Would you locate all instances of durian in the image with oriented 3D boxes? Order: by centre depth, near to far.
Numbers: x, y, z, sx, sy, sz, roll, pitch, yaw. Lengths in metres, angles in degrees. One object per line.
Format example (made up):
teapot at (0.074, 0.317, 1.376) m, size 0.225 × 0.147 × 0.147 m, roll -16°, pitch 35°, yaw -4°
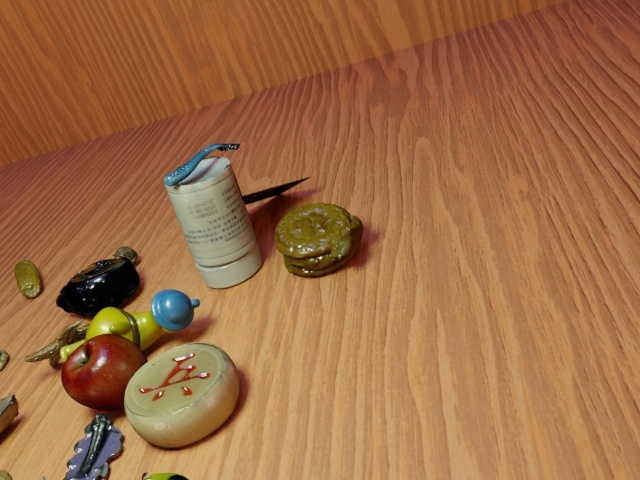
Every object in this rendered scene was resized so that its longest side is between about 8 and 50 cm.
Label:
durian at (-0.640, 0.055, 2.108) m, size 0.091 × 0.080 × 0.080 m, roll 12°, pitch 37°, yaw 11°

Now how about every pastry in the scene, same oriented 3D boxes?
pastry at (0.000, 0.000, 1.761) m, size 0.235 × 0.132 × 0.240 m, roll 1°, pitch 41°, yaw 19°

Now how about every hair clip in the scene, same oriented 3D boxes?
hair clip at (-0.484, 0.446, 1.375) m, size 0.124 × 0.052 × 0.195 m, roll -20°, pitch 33°, yaw 13°

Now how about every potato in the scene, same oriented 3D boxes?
potato at (-0.829, 0.464, 1.514) m, size 0.243 × 0.098 × 0.138 m, roll -15°, pitch 32°, yaw -2°

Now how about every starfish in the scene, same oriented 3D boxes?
starfish at (-0.657, 0.260, 1.695) m, size 0.227 × 0.043 × 0.240 m, roll -25°, pitch -14°, yaw -44°

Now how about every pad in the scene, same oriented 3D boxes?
pad at (-0.212, -0.135, 2.060) m, size 0.330 × 0.004 × 0.220 m, roll -20°, pitch -1°, yaw -34°

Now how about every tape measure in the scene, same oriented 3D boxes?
tape measure at (-0.652, 0.134, 1.925) m, size 0.202 × 0.135 × 0.223 m, roll -5°, pitch 26°, yaw 43°

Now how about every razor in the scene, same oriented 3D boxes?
razor at (-0.324, -0.213, 1.726) m, size 0.081 × 0.042 × 0.253 m, roll 7°, pitch 35°, yaw 34°

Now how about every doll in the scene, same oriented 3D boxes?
doll at (-0.471, 0.220, 1.638) m, size 0.362 × 0.145 × 0.199 m, roll -22°, pitch -10°, yaw 5°

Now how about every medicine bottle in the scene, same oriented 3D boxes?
medicine bottle at (-0.293, -0.047, 1.809) m, size 0.189 × 0.332 × 0.190 m, roll -12°, pitch 27°, yaw 6°

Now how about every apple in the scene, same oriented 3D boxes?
apple at (-0.492, 0.307, 1.487) m, size 0.180 × 0.168 × 0.181 m, roll -18°, pitch 39°, yaw 15°

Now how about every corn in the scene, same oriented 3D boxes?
corn at (-1.005, 0.130, 2.220) m, size 0.080 × 0.080 × 0.238 m, roll -31°, pitch 33°, yaw -18°

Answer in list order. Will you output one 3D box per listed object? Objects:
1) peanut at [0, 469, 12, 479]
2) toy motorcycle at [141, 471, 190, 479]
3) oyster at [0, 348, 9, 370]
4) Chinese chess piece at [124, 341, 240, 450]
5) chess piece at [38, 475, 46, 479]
peanut at (-0.721, 0.540, 1.299) m, size 0.232 × 0.110 × 0.197 m, roll -9°, pitch 26°, yaw 19°
toy motorcycle at (-0.283, 0.511, 1.042) m, size 0.206 × 0.142 × 0.342 m, roll -51°, pitch 16°, yaw 28°
oyster at (-0.921, 0.349, 1.856) m, size 0.080 × 0.038 × 0.083 m, roll -37°, pitch 52°, yaw 23°
Chinese chess piece at (-0.297, 0.330, 1.398) m, size 0.249 × 0.103 × 0.250 m, roll -14°, pitch 28°, yaw 8°
chess piece at (-0.582, 0.583, 1.152) m, size 0.138 × 0.124 × 0.307 m, roll 35°, pitch 59°, yaw 21°
